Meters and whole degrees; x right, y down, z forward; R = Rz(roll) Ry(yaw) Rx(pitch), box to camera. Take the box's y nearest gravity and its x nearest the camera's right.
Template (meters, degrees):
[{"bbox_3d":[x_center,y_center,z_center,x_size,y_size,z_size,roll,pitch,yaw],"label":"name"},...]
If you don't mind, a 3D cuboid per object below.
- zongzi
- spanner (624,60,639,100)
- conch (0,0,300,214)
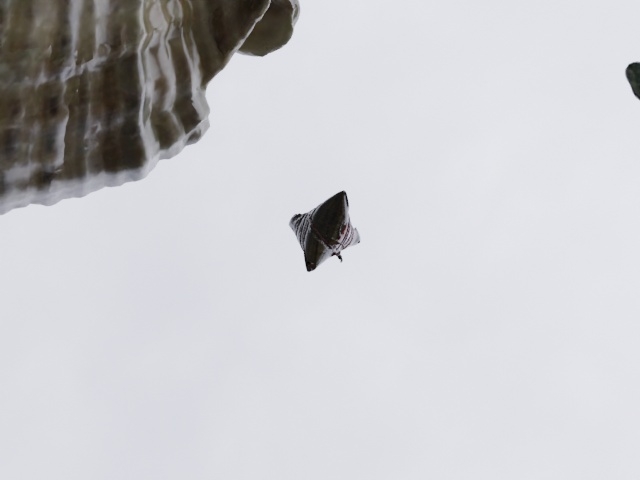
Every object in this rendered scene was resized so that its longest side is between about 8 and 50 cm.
[{"bbox_3d":[0.000,0.000,1.525,0.067,0.083,0.073,22,-110,1],"label":"zongzi"},{"bbox_3d":[0.284,-0.056,0.746,0.302,0.017,0.071,12,-117,9],"label":"spanner"},{"bbox_3d":[-0.125,-0.099,0.532,0.178,0.245,0.163,-62,-165,17],"label":"conch"}]
